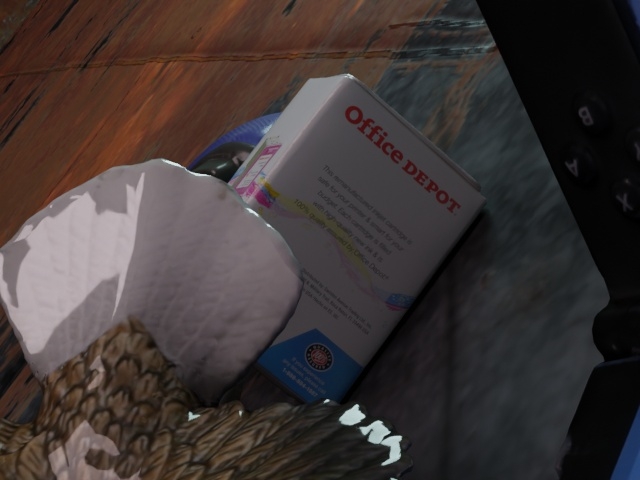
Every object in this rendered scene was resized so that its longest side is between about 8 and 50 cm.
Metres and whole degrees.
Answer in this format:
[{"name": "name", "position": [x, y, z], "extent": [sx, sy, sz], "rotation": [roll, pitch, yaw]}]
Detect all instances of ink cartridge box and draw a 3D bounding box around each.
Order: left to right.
[{"name": "ink cartridge box", "position": [0.000, 0.000, 0.673], "extent": [0.122, 0.088, 0.052], "rotation": [-52, 18, -8]}]

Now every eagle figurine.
[{"name": "eagle figurine", "position": [-0.066, 0.124, 0.432], "extent": [0.226, 0.225, 0.298], "rotation": [-47, 1, 10]}]

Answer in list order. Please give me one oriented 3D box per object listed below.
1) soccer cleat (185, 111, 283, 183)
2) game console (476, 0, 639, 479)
[{"name": "soccer cleat", "position": [-0.063, 0.009, 0.828], "extent": [0.121, 0.093, 0.289], "rotation": [-26, -2, -38]}, {"name": "game console", "position": [0.114, 0.001, 0.340], "extent": [0.173, 0.250, 0.293], "rotation": [-30, 9, -33]}]
